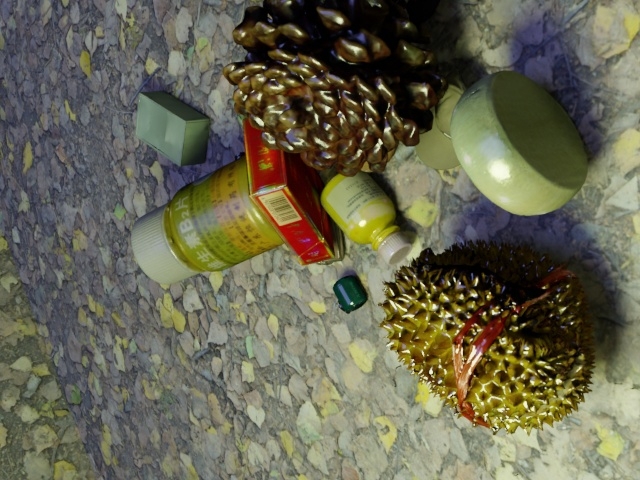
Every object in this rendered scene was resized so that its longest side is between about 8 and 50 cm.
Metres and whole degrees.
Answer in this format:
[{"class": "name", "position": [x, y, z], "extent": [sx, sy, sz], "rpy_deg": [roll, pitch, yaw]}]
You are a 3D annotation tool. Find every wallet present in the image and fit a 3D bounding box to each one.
[{"class": "wallet", "position": [0.000, 0.000, 1.998], "extent": [0.153, 0.039, 0.118], "rpy_deg": [-6, 91, 51]}]

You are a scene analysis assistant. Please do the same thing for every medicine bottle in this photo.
[{"class": "medicine bottle", "position": [-0.249, -0.042, 2.034], "extent": [0.384, 0.224, 0.224], "rpy_deg": [-23, 83, 29]}, {"class": "medicine bottle", "position": [0.104, -0.045, 1.805], "extent": [0.212, 0.122, 0.122], "rpy_deg": [51, 133, 25]}]

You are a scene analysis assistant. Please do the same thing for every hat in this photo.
[{"class": "hat", "position": [0.231, -0.215, 1.621], "extent": [0.173, 0.144, 0.166], "rpy_deg": [-37, 69, 23]}]

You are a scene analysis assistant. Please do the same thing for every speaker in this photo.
[{"class": "speaker", "position": [0.067, 0.126, 1.956], "extent": [0.075, 0.060, 0.094], "rpy_deg": [61, 172, 16]}]

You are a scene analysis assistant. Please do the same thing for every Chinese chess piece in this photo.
[{"class": "Chinese chess piece", "position": [0.329, -0.160, 1.422], "extent": [0.101, 0.250, 0.250], "rpy_deg": [-39, 72, 42]}]

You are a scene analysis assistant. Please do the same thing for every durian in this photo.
[{"class": "durian", "position": [0.296, 0.157, 1.482], "extent": [0.384, 0.347, 0.347], "rpy_deg": [52, 134, 25]}]

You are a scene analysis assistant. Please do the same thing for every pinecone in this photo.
[{"class": "pinecone", "position": [0.042, -0.315, 1.569], "extent": [0.398, 0.398, 0.398], "rpy_deg": [16, 113, 45]}]

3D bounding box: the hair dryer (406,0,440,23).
[{"class": "hair dryer", "position": [0.231, -0.494, 1.552], "extent": [0.352, 0.189, 0.107], "rpy_deg": [121, 130, -66]}]

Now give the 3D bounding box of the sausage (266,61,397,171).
[{"class": "sausage", "position": [-0.019, -0.300, 1.873], "extent": [0.501, 0.123, 0.136], "rpy_deg": [36, 159, 36]}]

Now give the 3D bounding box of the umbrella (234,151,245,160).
[{"class": "umbrella", "position": [-0.168, -0.132, 2.140], "extent": [0.188, 0.050, 0.046], "rpy_deg": [68, 160, 9]}]

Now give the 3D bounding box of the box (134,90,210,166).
[{"class": "box", "position": [-0.402, -0.306, 2.324], "extent": [0.225, 0.086, 0.129], "rpy_deg": [34, 124, 37]}]

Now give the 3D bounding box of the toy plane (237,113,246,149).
[{"class": "toy plane", "position": [-0.171, -0.271, 2.110], "extent": [0.102, 0.040, 0.111], "rpy_deg": [-42, 68, 44]}]

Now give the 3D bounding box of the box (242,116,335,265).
[{"class": "box", "position": [-0.061, -0.105, 1.809], "extent": [0.089, 0.313, 0.197], "rpy_deg": [-16, 58, 11]}]
